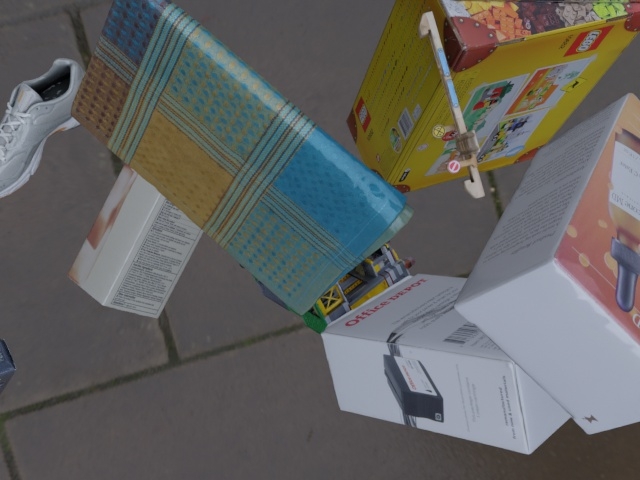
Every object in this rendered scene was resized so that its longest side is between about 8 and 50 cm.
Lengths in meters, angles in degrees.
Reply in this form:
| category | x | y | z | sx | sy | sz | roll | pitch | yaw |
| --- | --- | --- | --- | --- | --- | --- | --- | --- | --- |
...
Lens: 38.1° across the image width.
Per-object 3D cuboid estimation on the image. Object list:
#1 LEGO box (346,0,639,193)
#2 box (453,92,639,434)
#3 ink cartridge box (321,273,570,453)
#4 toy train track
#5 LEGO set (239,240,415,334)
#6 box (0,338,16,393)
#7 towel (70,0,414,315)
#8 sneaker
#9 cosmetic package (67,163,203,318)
| category | x | y | z | sx | sy | sz | roll | pitch | yaw |
| --- | --- | --- | --- | --- | --- | --- | --- | --- | --- |
| LEGO box | 0.295 | -0.305 | 1.649 | 0.372 | 0.500 | 0.193 | -16 | 70 | -19 |
| box | 0.188 | 0.014 | 0.600 | 0.130 | 0.091 | 0.170 | 43 | 52 | -10 |
| ink cartridge box | 0.192 | 0.148 | 1.221 | 0.223 | 0.307 | 0.129 | -27 | 111 | -41 |
| toy train track | 0.054 | -0.058 | 0.407 | 0.014 | 0.048 | 0.083 | -16 | 92 | 1 |
| LEGO set | 0.000 | 0.000 | 1.486 | 0.192 | 0.331 | 0.255 | -36 | 112 | -18 |
| box | -0.585 | 0.234 | 1.367 | 0.232 | 0.183 | 0.059 | -19 | 75 | -37 |
| towel | -0.099 | -0.091 | 1.012 | 0.370 | 0.271 | 0.040 | 41 | 54 | -4 |
| sneaker | -0.452 | -0.178 | 1.395 | 0.099 | 0.121 | 0.262 | 36 | 75 | 14 |
| cosmetic package | -0.313 | -0.024 | 1.691 | 0.129 | 0.153 | 0.296 | 31 | 93 | 36 |
